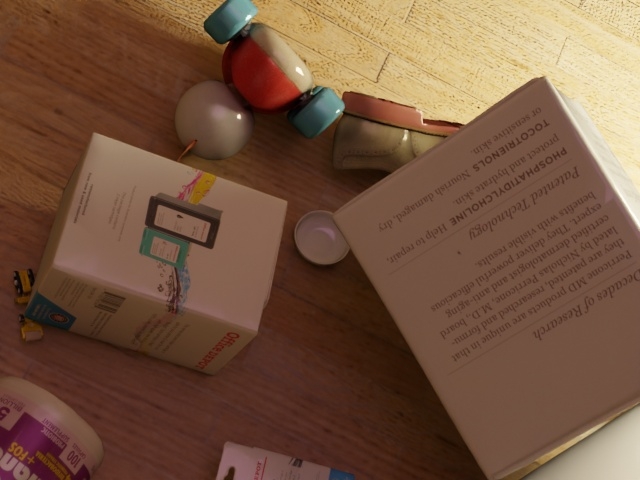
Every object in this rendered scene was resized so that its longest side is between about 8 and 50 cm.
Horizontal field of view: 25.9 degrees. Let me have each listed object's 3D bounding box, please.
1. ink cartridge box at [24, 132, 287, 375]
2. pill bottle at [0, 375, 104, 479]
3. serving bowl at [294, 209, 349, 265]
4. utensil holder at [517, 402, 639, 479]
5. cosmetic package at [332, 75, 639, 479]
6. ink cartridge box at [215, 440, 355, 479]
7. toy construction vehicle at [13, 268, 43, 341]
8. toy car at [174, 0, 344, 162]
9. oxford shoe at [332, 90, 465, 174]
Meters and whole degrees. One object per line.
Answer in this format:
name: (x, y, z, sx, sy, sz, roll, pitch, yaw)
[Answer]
ink cartridge box: (-0.212, 0.025, 1.806, 0.270, 0.198, 0.197, 20, 62, -15)
pill bottle: (-0.407, 0.324, 1.657, 0.169, 0.169, 0.301, 35, 63, -1)
serving bowl: (0.000, 0.000, 1.987, 0.083, 0.027, 0.083, 6, 67, -15)
utensil holder: (0.399, 0.400, 1.786, 0.385, 0.327, 0.328, -26, 78, -21)
cosmetic package: (0.286, 0.051, 1.820, 0.327, 0.329, 0.394, -34, 79, 15)
ink cartridge box: (-0.056, 0.336, 1.816, 0.180, 0.060, 0.104, 18, 66, -10)
toy construction vehicle: (-0.409, 0.093, 1.828, 0.086, 0.035, 0.098, -11, 75, -32)
toy car: (-0.128, -0.192, 1.968, 0.238, 0.210, 0.219, -42, 99, 1)
oxford shoe: (0.176, -0.116, 2.060, 0.348, 0.123, 0.130, 16, 95, -15)
